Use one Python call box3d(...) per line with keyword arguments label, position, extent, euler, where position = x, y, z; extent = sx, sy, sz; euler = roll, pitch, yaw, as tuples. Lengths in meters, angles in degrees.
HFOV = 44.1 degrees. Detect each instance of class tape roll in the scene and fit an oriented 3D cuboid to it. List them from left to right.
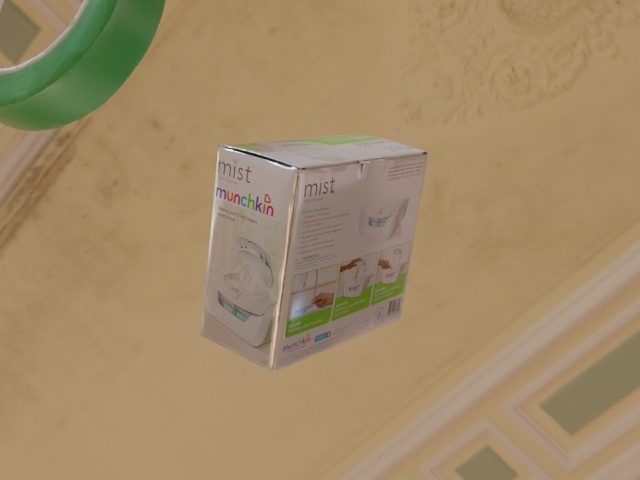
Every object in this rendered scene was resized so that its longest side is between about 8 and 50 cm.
box3d(label="tape roll", position=(-0.337, -0.295, 0.959), extent=(0.321, 0.077, 0.322), euler=(-6, -106, 23))

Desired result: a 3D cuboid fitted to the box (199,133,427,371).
box3d(label="box", position=(0.000, 0.000, 0.942), extent=(0.126, 0.262, 0.231), euler=(19, -69, 35))
